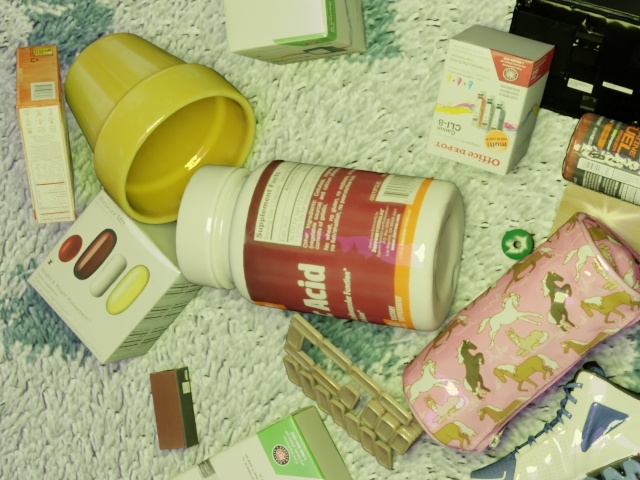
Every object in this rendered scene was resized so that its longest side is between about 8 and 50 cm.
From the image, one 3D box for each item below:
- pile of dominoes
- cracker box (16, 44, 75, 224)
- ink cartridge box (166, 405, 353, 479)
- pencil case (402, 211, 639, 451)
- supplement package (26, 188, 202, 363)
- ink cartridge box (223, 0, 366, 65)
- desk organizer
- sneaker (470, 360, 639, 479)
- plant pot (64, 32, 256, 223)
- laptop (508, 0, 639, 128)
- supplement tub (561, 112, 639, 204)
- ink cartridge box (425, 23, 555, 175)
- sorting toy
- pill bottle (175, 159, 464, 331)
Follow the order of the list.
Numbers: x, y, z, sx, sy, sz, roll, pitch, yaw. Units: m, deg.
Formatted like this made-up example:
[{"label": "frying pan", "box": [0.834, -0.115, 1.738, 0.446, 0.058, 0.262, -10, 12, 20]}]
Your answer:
[{"label": "pile of dominoes", "box": [0.047, 0.226, 1.786, 0.251, 0.196, 0.040, 41, 61, 14]}, {"label": "cracker box", "box": [-0.421, -0.161, 1.805, 0.067, 0.232, 0.155, -5, 44, -10]}, {"label": "ink cartridge box", "box": [-0.100, 0.418, 1.840, 0.289, 0.121, 0.211, -29, 83, 16]}, {"label": "pencil case", "box": [0.293, 0.133, 1.658, 0.167, 0.160, 0.386, 35, 115, -19]}, {"label": "supplement package", "box": [-0.317, 0.055, 1.891, 0.194, 0.149, 0.203, 44, 104, 13]}, {"label": "ink cartridge box", "box": [-0.033, -0.325, 1.760, 0.154, 0.212, 0.093, -5, 93, 17]}, {"label": "desk organizer", "box": [-0.241, 0.275, 1.925, 0.050, 0.047, 0.130, -9, 88, 21]}, {"label": "sneaker", "box": [0.366, 0.275, 1.695, 0.316, 0.127, 0.182, -16, 82, 11]}, {"label": "plant pot", "box": [-0.269, -0.194, 1.837, 0.239, 0.254, 0.254, 45, 104, 29]}, {"label": "laptop", "box": [0.409, -0.320, 1.718, 0.234, 0.136, 0.264, 19, 122, 17]}, {"label": "supplement tub", "box": [0.450, -0.105, 1.660, 0.198, 0.106, 0.106, 20, 97, 16]}, {"label": "ink cartridge box", "box": [0.243, -0.202, 1.691, 0.128, 0.127, 0.176, 18, 116, 18]}, {"label": "sorting toy", "box": [0.411, 0.003, 1.705, 0.275, 0.046, 0.132, 21, 97, 17]}, {"label": "pill bottle", "box": [0.000, 0.000, 1.747, 0.392, 0.224, 0.224, 8, 93, 18]}]
